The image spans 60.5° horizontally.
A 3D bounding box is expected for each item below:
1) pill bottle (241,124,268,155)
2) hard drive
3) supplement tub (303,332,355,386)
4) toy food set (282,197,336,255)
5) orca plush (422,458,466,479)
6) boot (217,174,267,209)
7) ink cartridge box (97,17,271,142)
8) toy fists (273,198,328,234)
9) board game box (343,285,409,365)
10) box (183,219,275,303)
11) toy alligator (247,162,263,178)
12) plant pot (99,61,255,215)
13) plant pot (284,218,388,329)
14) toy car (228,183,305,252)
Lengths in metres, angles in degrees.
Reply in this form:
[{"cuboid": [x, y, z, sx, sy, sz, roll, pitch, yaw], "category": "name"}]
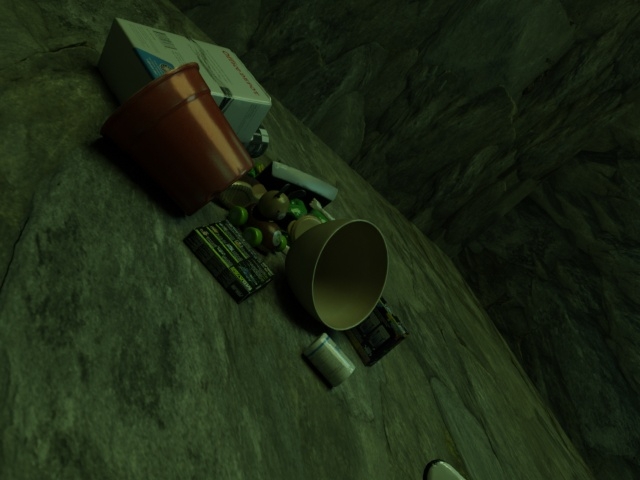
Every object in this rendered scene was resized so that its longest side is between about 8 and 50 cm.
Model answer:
[{"cuboid": [-0.274, -0.344, 1.845, 0.130, 0.130, 0.245, 49, 16, 5], "category": "pill bottle"}, {"cuboid": [-0.088, -0.159, 1.787, 0.254, 0.172, 0.054, 21, 55, -30], "category": "hard drive"}, {"cuboid": [0.020, 0.271, 1.247, 0.107, 0.071, 0.071, 48, 16, 1], "category": "supplement tub"}, {"cuboid": [-0.041, -0.017, 1.655, 0.132, 0.192, 0.038, 43, -19, -22], "category": "toy food set"}, {"cuboid": [0.303, 0.593, 1.165, 0.287, 0.151, 0.102, 45, -15, 3], "category": "orca plush"}, {"cuboid": [-0.266, -0.170, 1.592, 0.207, 0.090, 0.248, 41, 13, 25], "category": "boot"}, {"cuboid": [-0.379, -0.442, 1.565, 0.394, 0.166, 0.285, -4, 51, -48], "category": "ink cartridge box"}, {"cuboid": [-0.052, -0.066, 1.743, 0.279, 0.096, 0.142, 22, 18, -19], "category": "toy fists"}, {"cuboid": [0.140, 0.235, 1.512, 0.048, 0.141, 0.170, 18, 33, -57], "category": "board game box"}, {"cuboid": [-0.203, 0.042, 1.267, 0.191, 0.045, 0.184, 49, 18, 2], "category": "box"}, {"cuboid": [-0.228, -0.223, 1.830, 0.190, 0.056, 0.051, -66, 153, -73], "category": "toy alligator"}, {"cuboid": [-0.308, -0.217, 1.266, 0.265, 0.272, 0.272, 53, 15, -9], "category": "plant pot"}, {"cuboid": [0.017, 0.072, 1.442, 0.190, 0.284, 0.284, 14, -12, 44], "category": "plant pot"}, {"cuboid": [-0.123, -0.075, 1.485, 0.149, 0.188, 0.155, 54, 17, 23], "category": "toy car"}]
